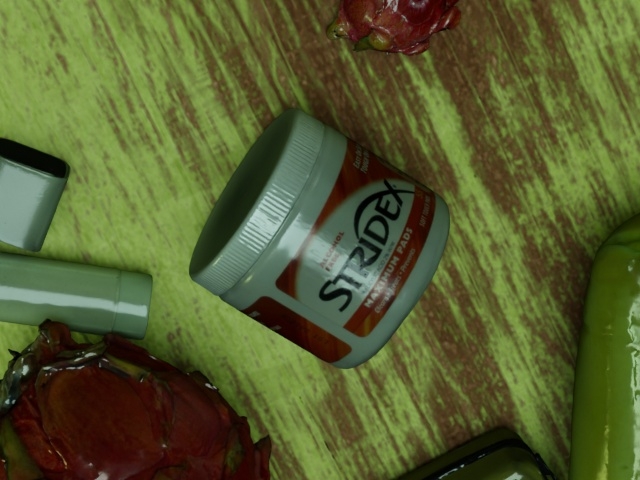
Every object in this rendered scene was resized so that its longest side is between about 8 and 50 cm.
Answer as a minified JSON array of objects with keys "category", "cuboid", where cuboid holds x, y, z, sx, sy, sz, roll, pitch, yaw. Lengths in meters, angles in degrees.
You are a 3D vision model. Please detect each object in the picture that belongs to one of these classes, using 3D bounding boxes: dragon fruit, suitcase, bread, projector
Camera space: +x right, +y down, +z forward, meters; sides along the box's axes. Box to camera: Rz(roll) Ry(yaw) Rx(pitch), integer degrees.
[{"category":"dragon fruit","cuboid":[-0.191,0.245,1.695,0.343,0.277,0.277,31,101,-11]},{"category":"dragon fruit","cuboid":[0.076,-0.235,1.691,0.126,0.068,0.112,6,103,-8]},{"category":"suitcase","cuboid":[0.161,0.331,1.820,0.235,0.143,0.194,-28,106,2]},{"category":"bread","cuboid":[0.384,0.148,1.756,0.251,0.208,0.376,2,106,1]},{"category":"projector","cuboid":[-0.301,-0.046,1.696,0.083,0.083,0.082,21,103,-12]}]

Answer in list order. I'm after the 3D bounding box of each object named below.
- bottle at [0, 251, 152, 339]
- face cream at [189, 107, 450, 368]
[{"category":"bottle","cuboid":[-0.273,0.054,1.734,0.202,0.072,0.072,9,105,-9]},{"category":"face cream","cuboid":[0.000,0.000,1.679,0.187,0.201,0.201,32,100,-13]}]
